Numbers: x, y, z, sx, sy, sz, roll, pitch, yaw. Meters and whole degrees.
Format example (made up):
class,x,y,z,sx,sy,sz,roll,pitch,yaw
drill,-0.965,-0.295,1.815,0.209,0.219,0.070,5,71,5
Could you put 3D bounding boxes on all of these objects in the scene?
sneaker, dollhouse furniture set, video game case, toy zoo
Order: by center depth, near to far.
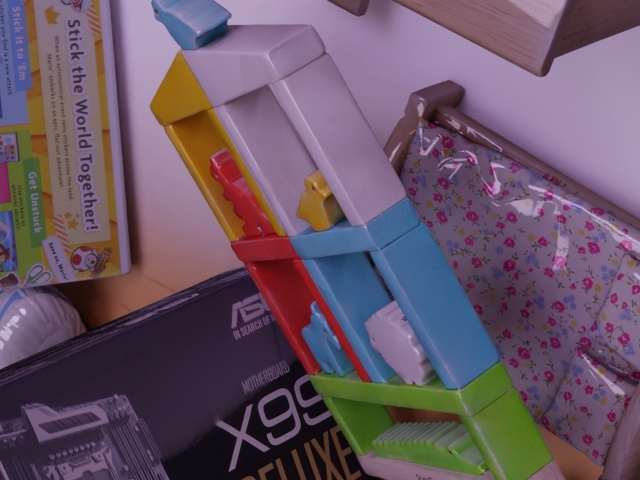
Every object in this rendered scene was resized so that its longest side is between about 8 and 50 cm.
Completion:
class,x,y,z,sx,sy,sz,roll,pitch,yaw
dollhouse furniture set,0.042,-0.013,0.765,0.303,0.174,0.355,33,122,24
toy zoo,0.000,0.000,0.782,0.293,0.030,0.192,60,160,-9
video game case,-0.228,-0.076,0.944,0.026,0.206,0.227,-135,40,-68
sneaker,-0.193,0.129,1.057,0.086,0.085,0.237,-140,44,-56

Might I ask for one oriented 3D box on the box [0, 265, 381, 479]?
class,x,y,z,sx,sy,sz,roll,pitch,yaw
box,-0.094,0.168,0.842,0.076,0.307,0.242,-15,96,45
